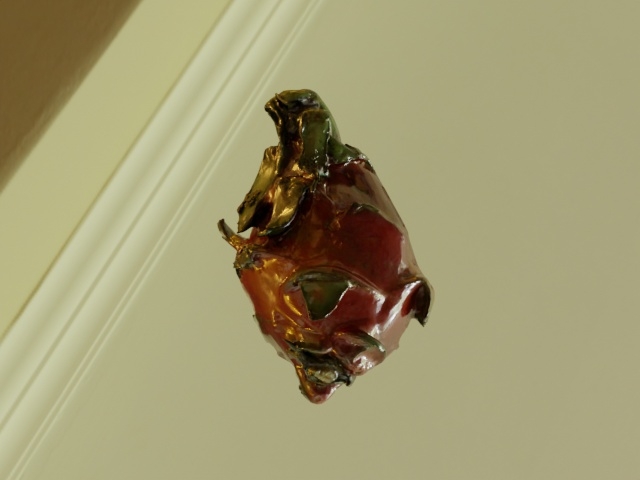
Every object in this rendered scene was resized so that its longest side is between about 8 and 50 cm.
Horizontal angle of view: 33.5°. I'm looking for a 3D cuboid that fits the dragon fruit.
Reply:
[{"bbox_3d":[-0.007,0.003,0.984,0.200,0.198,0.269,-63,-44,-61],"label":"dragon fruit"}]
